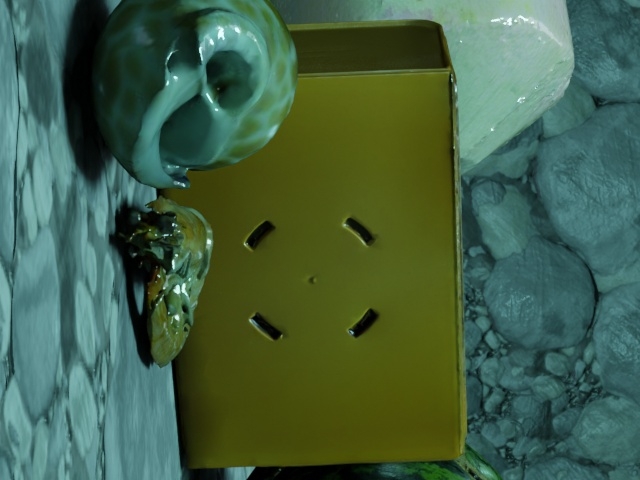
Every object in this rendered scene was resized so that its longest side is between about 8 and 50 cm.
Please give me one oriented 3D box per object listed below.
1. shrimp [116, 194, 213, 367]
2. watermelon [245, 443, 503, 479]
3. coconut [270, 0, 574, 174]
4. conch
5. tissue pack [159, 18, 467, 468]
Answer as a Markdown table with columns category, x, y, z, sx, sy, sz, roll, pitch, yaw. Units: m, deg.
| category | x | y | z | sx | sy | sz | roll | pitch | yaw |
| --- | --- | --- | --- | --- | --- | --- | --- | --- | --- |
| shrimp | -0.095 | 0.020 | 1.093 | 0.180 | 0.041 | 0.099 | 74 | 30 | -77 |
| watermelon | 0.040 | 0.253 | 1.321 | 0.269 | 0.269 | 0.269 | -1 | 90 | -85 |
| coconut | 0.079 | -0.196 | 1.672 | 0.297 | 0.298 | 0.309 | 75 | 14 | -72 |
| conch | -0.072 | -0.090 | 0.983 | 0.173 | 0.106 | 0.116 | -26 | 138 | -65 |
| tissue pack | 0.000 | 0.000 | 1.247 | 0.145 | 0.194 | 0.274 | -80 | 169 | -68 |
